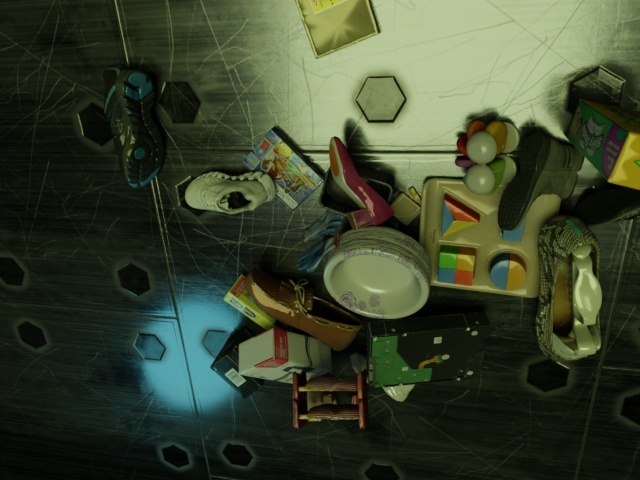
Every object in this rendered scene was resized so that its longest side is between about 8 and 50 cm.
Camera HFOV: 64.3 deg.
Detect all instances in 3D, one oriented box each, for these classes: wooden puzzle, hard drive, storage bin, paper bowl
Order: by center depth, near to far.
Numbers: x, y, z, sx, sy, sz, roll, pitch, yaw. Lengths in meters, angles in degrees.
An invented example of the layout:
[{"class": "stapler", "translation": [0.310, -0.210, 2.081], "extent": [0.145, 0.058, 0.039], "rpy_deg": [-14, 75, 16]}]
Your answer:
[{"class": "wooden puzzle", "translation": [0.437, 0.004, 1.346], "extent": [0.347, 0.080, 0.323], "rpy_deg": [4, 115, 12]}, {"class": "storage bin", "translation": [0.098, -0.132, 1.362], "extent": [0.180, 0.084, 0.122], "rpy_deg": [19, 118, 5]}, {"class": "paper bowl", "translation": [0.159, 0.074, 1.384], "extent": [0.283, 0.148, 0.285], "rpy_deg": [9, 136, 9]}, {"class": "wooden puzzle", "translation": [0.231, -0.086, 1.392], "extent": [0.078, 0.014, 0.116], "rpy_deg": [46, 116, -5]}, {"class": "hard drive", "translation": [0.303, 0.319, 1.470], "extent": [0.338, 0.064, 0.237], "rpy_deg": [-6, 127, -2]}]

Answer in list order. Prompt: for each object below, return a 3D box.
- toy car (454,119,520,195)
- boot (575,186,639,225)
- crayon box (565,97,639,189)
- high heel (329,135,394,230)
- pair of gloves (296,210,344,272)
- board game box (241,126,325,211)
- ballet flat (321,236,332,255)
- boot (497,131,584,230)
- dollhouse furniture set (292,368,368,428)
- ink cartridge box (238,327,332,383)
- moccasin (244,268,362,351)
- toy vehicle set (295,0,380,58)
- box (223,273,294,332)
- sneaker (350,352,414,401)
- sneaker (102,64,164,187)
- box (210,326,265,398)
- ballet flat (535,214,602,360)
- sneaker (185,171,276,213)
[{"class": "toy car", "translation": [0.391, -0.203, 1.238], "extent": [0.136, 0.159, 0.182], "rpy_deg": [20, 125, 44]}, {"class": "boot", "translation": [0.762, -0.077, 1.215], "extent": [0.178, 0.086, 0.236], "rpy_deg": [10, 160, -24]}, {"class": "crayon box", "translation": [0.707, -0.180, 1.032], "extent": [0.312, 0.363, 0.106], "rpy_deg": [16, 116, 6]}, {"class": "high heel", "translation": [0.103, -0.153, 1.278], "extent": [0.117, 0.082, 0.244], "rpy_deg": [-21, 95, -15]}, {"class": "pair of gloves", "translation": [0.000, 0.000, 1.396], "extent": [0.023, 0.198, 0.159], "rpy_deg": [36, 131, -27]}, {"class": "board game box", "translation": [-0.102, -0.194, 1.408], "extent": [0.201, 0.035, 0.136], "rpy_deg": [44, 117, -9]}, {"class": "ballet flat", "translation": [-0.003, 0.036, 1.492], "extent": [0.041, 0.041, 0.114], "rpy_deg": [36, 118, -5]}, {"class": "boot", "translation": [0.534, -0.122, 1.208], "extent": [0.161, 0.083, 0.247], "rpy_deg": [16, 100, -22]}, {"class": "dollhouse furniture set", "translation": [0.051, 0.467, 1.544], "extent": [0.201, 0.374, 0.152], "rpy_deg": [-4, 78, 10]}, {"class": "ink cartridge box", "translation": [-0.105, 0.358, 1.557], "extent": [0.237, 0.100, 0.171], "rpy_deg": [22, 140, -39]}, {"class": "moccasin", "translation": [-0.051, 0.191, 1.521], "extent": [0.379, 0.139, 0.147], "rpy_deg": [33, 117, -4]}, {"class": "toy vehicle set", "translation": [0.020, -0.586, 1.191], "extent": [0.165, 0.035, 0.267], "rpy_deg": [-14, 111, 20]}, {"class": "box", "translation": [-0.181, 0.211, 1.586], "extent": [0.232, 0.087, 0.058], "rpy_deg": [37, 138, -4]}, {"class": "sneaker", "translation": [0.202, 0.402, 1.599], "extent": [0.232, 0.090, 0.115], "rpy_deg": [32, 112, -13]}, {"class": "sneaker", "translation": [-0.529, -0.317, 1.428], "extent": [0.139, 0.125, 0.341], "rpy_deg": [28, 124, 30]}, {"class": "box", "translation": [-0.248, 0.394, 1.654], "extent": [0.093, 0.158, 0.156], "rpy_deg": [-39, 101, 27]}, {"class": "ballet flat", "translation": [0.640, 0.173, 1.291], "extent": [0.163, 0.182, 0.484], "rpy_deg": [-14, 118, 3]}, {"class": "sneaker", "translation": [-0.273, -0.126, 1.421], "extent": [0.291, 0.118, 0.110], "rpy_deg": [-3, 123, 28]}]
